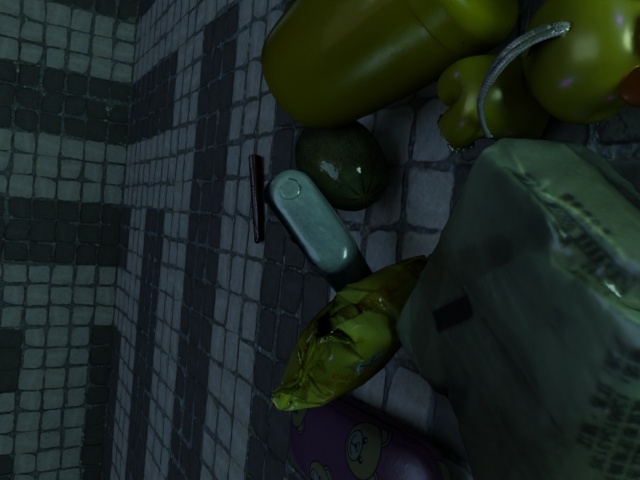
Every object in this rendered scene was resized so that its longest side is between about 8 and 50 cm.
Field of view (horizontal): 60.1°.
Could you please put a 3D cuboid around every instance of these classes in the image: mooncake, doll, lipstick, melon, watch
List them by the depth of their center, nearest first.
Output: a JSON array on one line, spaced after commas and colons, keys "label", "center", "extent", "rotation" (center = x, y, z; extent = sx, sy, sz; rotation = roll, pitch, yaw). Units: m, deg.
[{"label": "mooncake", "center": [0.187, 0.073, 0.435], "extent": [0.250, 0.136, 0.254], "rotation": [-120, 38, -45]}, {"label": "doll", "center": [0.197, -0.148, 0.447], "extent": [0.221, 0.135, 0.143], "rotation": [151, 121, -68]}, {"label": "watch", "center": [0.000, 0.000, 0.736], "extent": [0.206, 0.068, 0.193], "rotation": [52, 176, 15]}, {"label": "melon", "center": [0.026, -0.107, 0.752], "extent": [0.167, 0.114, 0.114], "rotation": [54, 131, 45]}, {"label": "lipstick", "center": [-0.126, -0.082, 1.091], "extent": [0.027, 0.027, 0.177], "rotation": [-20, 71, 57]}]

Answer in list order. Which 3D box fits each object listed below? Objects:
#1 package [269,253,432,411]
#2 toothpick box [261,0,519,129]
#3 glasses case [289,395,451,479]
[{"label": "package", "center": [0.046, 0.099, 0.614], "extent": [0.090, 0.226, 0.168], "rotation": [45, 134, 15]}, {"label": "toothpick box", "center": [0.058, -0.234, 0.612], "extent": [0.271, 0.175, 0.175], "rotation": [-24, 66, 44]}, {"label": "glasses case", "center": [0.047, 0.275, 0.704], "extent": [0.316, 0.075, 0.123], "rotation": [4, 91, 60]}]
